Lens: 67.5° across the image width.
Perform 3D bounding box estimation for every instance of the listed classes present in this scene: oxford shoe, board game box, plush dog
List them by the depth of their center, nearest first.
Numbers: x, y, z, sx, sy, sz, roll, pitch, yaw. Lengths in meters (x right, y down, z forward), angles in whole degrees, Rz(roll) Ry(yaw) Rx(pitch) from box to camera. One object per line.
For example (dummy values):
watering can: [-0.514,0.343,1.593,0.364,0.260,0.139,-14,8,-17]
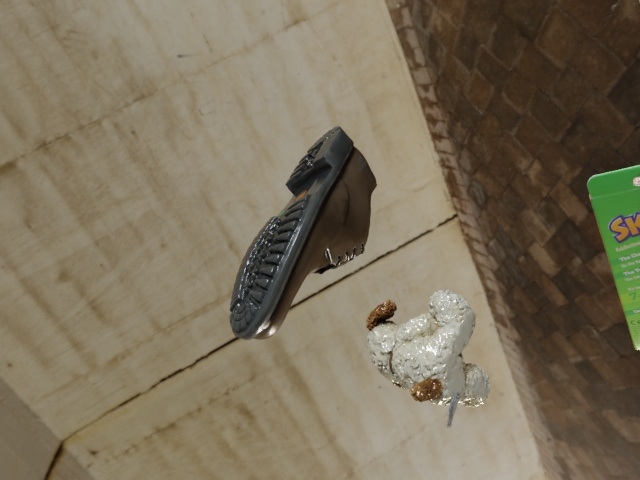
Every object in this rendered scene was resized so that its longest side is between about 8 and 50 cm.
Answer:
oxford shoe: [0.000,0.000,0.428,0.096,0.227,0.083,43,146,-21]
board game box: [0.387,0.018,0.522,0.259,0.124,0.039,57,-140,-26]
plush dog: [0.190,0.243,0.986,0.226,0.211,0.262,3,116,53]
